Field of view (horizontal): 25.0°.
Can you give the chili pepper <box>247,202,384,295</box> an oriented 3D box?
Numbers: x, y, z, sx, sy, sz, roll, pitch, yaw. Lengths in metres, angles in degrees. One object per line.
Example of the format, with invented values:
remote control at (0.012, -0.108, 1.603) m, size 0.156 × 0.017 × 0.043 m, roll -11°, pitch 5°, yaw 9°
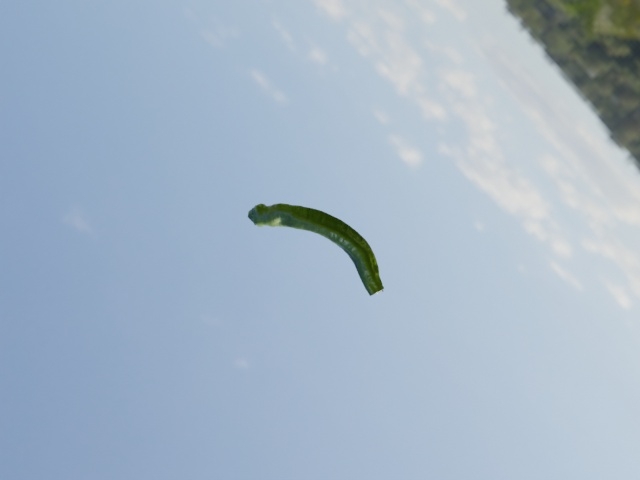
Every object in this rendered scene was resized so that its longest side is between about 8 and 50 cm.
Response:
chili pepper at (0.000, 0.000, 0.767) m, size 0.083 × 0.030 × 0.017 m, roll 25°, pitch -155°, yaw 5°
